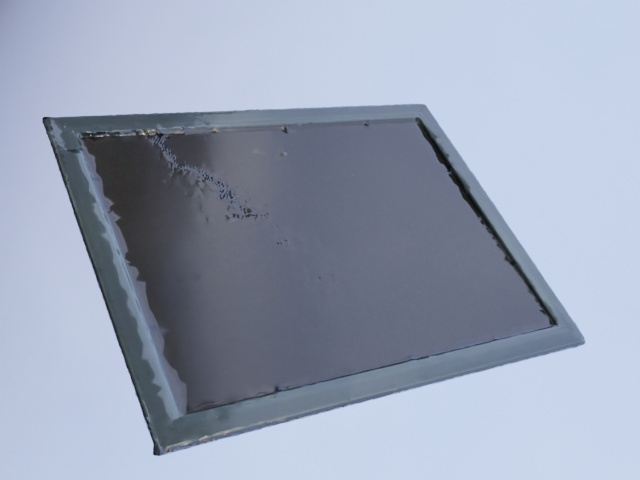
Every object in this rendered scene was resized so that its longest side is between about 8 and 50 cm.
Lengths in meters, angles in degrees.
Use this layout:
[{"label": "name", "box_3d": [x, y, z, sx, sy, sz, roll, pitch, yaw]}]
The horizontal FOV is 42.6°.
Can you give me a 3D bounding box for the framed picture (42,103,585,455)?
[{"label": "framed picture", "box_3d": [0.000, 0.000, 0.513, 0.231, 0.293, 0.018, 63, -36, 30]}]
